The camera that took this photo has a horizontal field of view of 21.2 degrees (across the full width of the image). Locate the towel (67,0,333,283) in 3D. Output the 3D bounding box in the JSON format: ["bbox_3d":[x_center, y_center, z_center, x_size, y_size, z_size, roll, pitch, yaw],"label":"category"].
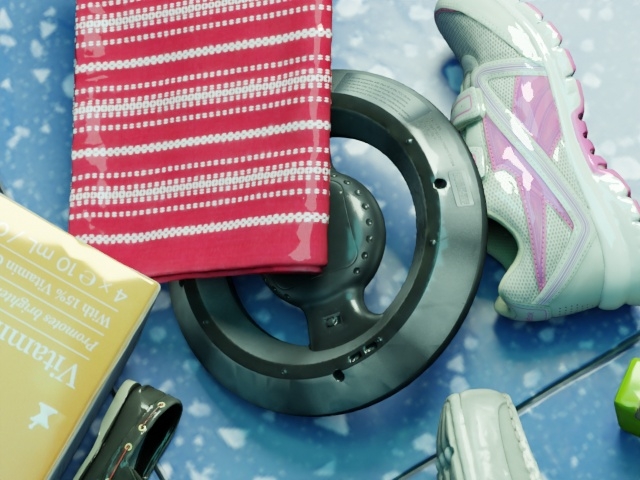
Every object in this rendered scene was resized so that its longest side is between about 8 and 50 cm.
[{"bbox_3d":[-0.084,-0.106,1.116,0.199,0.031,0.274,-3,82,26],"label":"towel"}]

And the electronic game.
[{"bbox_3d":[0.000,0.000,1.106,0.229,0.048,0.229,-6,76,26],"label":"electronic game"}]

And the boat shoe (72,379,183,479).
[{"bbox_3d":[-0.130,0.154,1.090,0.042,0.049,0.133,17,68,18],"label":"boat shoe"}]

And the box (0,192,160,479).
[{"bbox_3d":[-0.274,0.133,0.993,0.215,0.168,0.345,30,73,-2],"label":"box"}]

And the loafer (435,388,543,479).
[{"bbox_3d":[0.151,0.237,1.016,0.111,0.112,0.319,-16,78,-7],"label":"loafer"}]

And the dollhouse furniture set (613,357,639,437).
[{"bbox_3d":[0.328,0.002,1.059,0.198,0.151,0.301,23,73,11],"label":"dollhouse furniture set"}]

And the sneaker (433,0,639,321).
[{"bbox_3d":[0.122,-0.057,1.121,0.111,0.103,0.252,-21,70,-6],"label":"sneaker"}]
